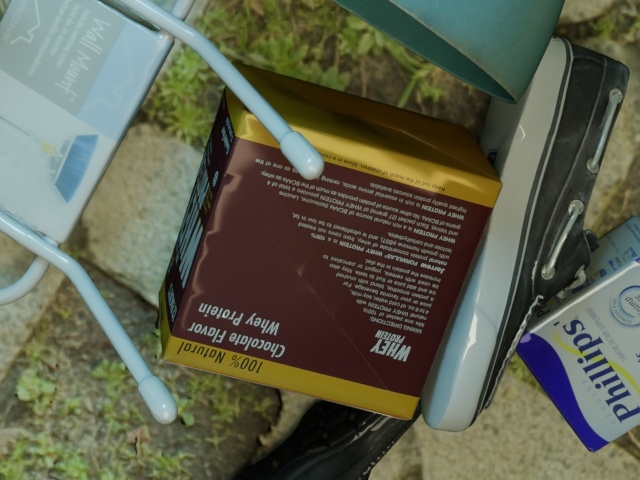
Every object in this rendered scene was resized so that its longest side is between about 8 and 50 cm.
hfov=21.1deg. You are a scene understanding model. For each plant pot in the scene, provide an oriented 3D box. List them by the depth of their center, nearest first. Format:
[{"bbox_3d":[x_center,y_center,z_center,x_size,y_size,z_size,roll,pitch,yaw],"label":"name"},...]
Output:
[{"bbox_3d":[0.055,-0.246,1.092,0.290,0.290,0.195,31,94,-17],"label":"plant pot"}]

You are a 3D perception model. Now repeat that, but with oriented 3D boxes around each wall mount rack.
[{"bbox_3d":[-0.162,-0.058,1.172,0.304,0.130,0.350,32,111,4],"label":"wall mount rack"}]

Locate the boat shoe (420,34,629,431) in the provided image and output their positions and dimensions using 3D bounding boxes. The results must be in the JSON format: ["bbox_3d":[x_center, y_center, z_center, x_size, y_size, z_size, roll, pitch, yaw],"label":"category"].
[{"bbox_3d":[0.154,0.002,1.266,0.102,0.108,0.301,16,88,-14],"label":"boat shoe"}]

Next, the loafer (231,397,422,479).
[{"bbox_3d":[0.004,0.184,1.361,0.223,0.076,0.078,-42,116,15],"label":"loafer"}]

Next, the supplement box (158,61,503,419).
[{"bbox_3d":[0.000,0.000,1.253,0.191,0.129,0.194,15,109,-12],"label":"supplement box"}]

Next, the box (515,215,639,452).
[{"bbox_3d":[0.229,0.074,1.341,0.137,0.072,0.126,-34,111,8],"label":"box"}]
